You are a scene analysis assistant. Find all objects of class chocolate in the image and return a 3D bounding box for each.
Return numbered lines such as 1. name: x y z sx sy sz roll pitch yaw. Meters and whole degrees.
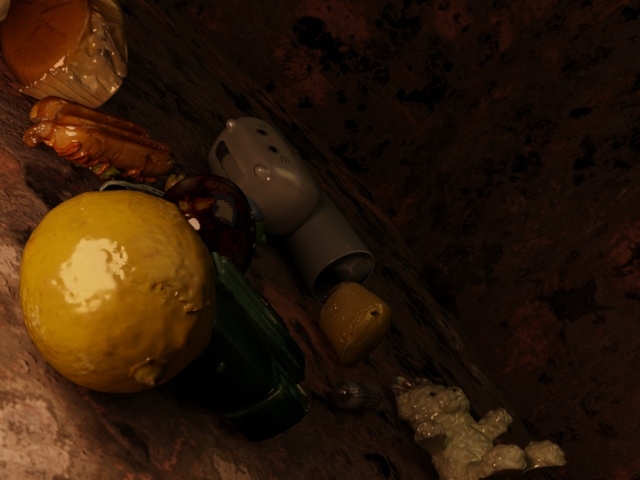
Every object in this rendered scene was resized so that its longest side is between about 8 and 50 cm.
1. chocolate: 0.084 0.358 1.509 0.167 0.072 0.072 25 27 -53

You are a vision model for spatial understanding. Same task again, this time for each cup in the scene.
1. cup: 0.000 0.000 1.925 0.205 0.205 0.312 30 22 -52

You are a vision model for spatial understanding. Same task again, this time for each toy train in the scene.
1. toy train: -0.367 -0.085 1.358 0.051 0.052 0.234 54 15 31
2. toy train: -0.134 0.182 1.079 0.330 0.138 0.178 56 12 -34

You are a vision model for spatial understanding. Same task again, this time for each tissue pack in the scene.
1. tissue pack: -0.174 -0.186 1.834 0.236 0.229 0.333 22 28 -49

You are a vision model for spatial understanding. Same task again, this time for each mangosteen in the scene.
1. mangosteen: -0.262 -0.017 1.250 0.289 0.231 0.231 8 13 7

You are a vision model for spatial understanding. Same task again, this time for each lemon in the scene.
1. lemon: -0.266 0.060 0.873 0.260 0.260 0.284 40 32 -33

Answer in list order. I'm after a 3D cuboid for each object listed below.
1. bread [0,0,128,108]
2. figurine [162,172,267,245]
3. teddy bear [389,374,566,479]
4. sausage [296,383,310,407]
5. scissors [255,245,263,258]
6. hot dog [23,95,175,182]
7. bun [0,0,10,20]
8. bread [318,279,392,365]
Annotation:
1. bread: -0.535 -0.437 1.351 0.183 0.236 0.389 31 29 -53
2. figurine: -0.243 -0.065 1.528 0.263 0.143 0.162 33 6 8
3. teddy bear: 0.359 0.441 1.650 0.327 0.375 0.362 6 55 -28
4. sausage: -0.106 0.233 1.338 0.269 0.033 0.033 51 14 7
5. scissors: -0.202 -0.029 1.667 0.204 0.101 0.027 55 19 -34
6. hot dog: -0.429 -0.184 1.299 0.158 0.117 0.349 34 9 14
7. bun: -0.642 -0.418 1.123 0.153 0.244 0.244 58 13 -5
8. bread: 0.087 0.216 1.702 0.170 0.197 0.197 42 9 28
